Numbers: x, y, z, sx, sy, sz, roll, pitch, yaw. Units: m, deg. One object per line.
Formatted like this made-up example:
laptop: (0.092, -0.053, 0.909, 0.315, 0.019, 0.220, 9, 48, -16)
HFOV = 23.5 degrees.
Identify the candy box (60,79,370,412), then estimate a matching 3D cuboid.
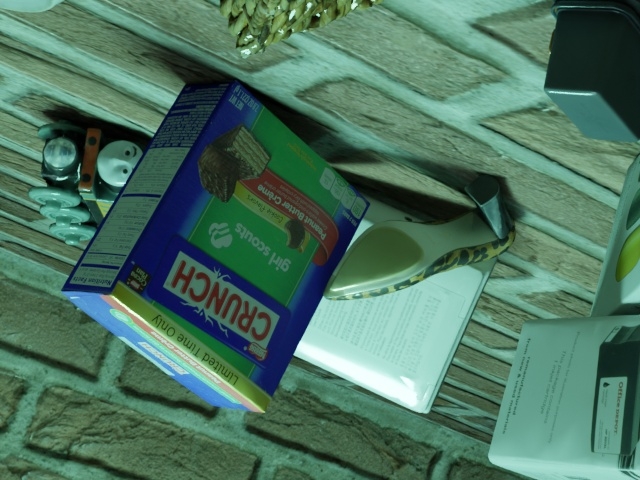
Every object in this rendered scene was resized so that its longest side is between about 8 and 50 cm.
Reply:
candy box: (-0.120, 0.008, 1.886, 0.268, 0.317, 0.122, 41, 156, -31)

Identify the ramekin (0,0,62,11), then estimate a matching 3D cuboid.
ramekin: (-0.308, -0.299, 1.442, 0.207, 0.109, 0.207, 16, 167, 4)

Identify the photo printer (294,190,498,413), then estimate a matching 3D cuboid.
photo printer: (0.058, 0.068, 2.119, 0.308, 0.256, 0.107, 24, -158, 9)

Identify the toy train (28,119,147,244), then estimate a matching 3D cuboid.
toy train: (-0.323, -0.081, 2.320, 0.190, 0.142, 0.334, 5, 164, 2)

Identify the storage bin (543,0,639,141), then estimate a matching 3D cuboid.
storage bin: (0.246, -0.150, 1.366, 0.098, 0.091, 0.135, 8, 163, 35)

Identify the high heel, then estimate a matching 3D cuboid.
high heel: (0.133, 0.029, 1.965, 0.093, 0.261, 0.186, 59, 180, 26)

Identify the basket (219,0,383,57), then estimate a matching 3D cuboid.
basket: (0.012, -0.294, 1.008, 0.223, 0.214, 0.299, 63, 163, 6)

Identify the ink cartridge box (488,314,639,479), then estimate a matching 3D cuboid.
ink cartridge box: (0.400, 0.187, 1.488, 0.286, 0.166, 0.395, 22, 166, -24)

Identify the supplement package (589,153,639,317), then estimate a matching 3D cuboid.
supplement package: (0.408, 0.005, 1.539, 0.198, 0.199, 0.262, 16, 167, 1)
